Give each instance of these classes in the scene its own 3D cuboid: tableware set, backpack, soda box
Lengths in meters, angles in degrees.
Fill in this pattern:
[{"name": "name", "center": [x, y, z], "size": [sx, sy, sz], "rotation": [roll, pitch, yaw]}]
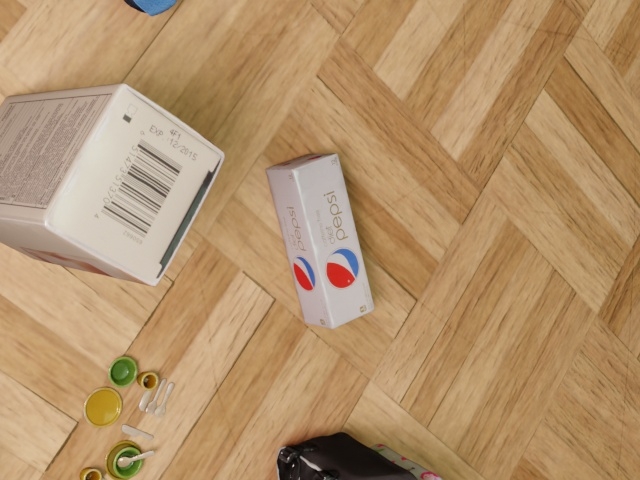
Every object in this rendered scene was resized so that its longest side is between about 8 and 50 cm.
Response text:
[{"name": "tableware set", "center": [-0.235, 0.219, 1.257], "size": [0.104, 0.024, 0.154], "rotation": [32, 76, -32]}, {"name": "backpack", "center": [0.049, 0.386, 1.351], "size": [0.191, 0.225, 0.253], "rotation": [-2, 99, -30]}, {"name": "soda box", "center": [0.000, 0.000, 1.378], "size": [0.074, 0.069, 0.216], "rotation": [-22, 105, -31]}]

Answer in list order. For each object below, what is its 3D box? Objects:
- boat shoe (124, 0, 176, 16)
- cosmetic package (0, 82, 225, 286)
[{"name": "boat shoe", "center": [-0.242, -0.368, 1.172], "size": [0.109, 0.089, 0.258], "rotation": [-22, 111, -19]}, {"name": "cosmetic package", "center": [-0.244, -0.057, 1.063], "size": [0.129, 0.296, 0.153], "rotation": [34, 75, -33]}]
